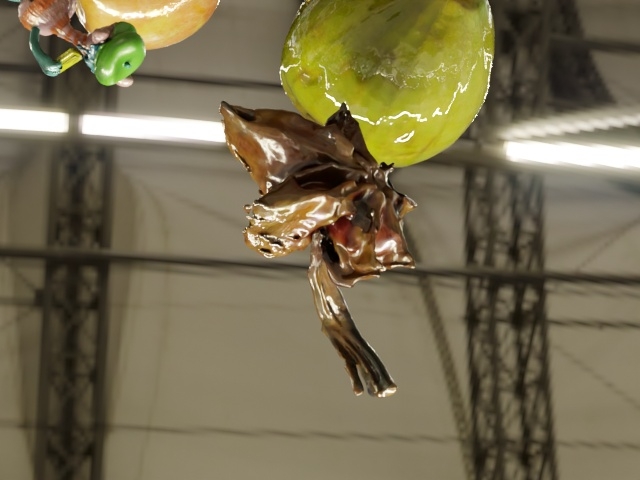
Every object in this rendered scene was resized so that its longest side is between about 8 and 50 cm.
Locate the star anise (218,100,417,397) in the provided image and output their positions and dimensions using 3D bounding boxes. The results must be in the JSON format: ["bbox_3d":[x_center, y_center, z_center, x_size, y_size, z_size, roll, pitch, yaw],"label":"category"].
[{"bbox_3d":[0.010,0.000,1.595,0.148,0.346,0.237,-15,-168,36],"label":"star anise"}]

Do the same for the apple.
[{"bbox_3d":[-0.270,-0.392,2.238,0.253,0.254,0.253,7,-155,-3],"label":"apple"}]

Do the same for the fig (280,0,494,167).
[{"bbox_3d":[0.085,-0.219,1.763,0.239,0.271,0.239,18,-135,-19],"label":"fig"}]

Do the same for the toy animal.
[{"bbox_3d":[-0.295,-0.243,1.736,0.208,0.100,0.103,41,-113,11],"label":"toy animal"}]
